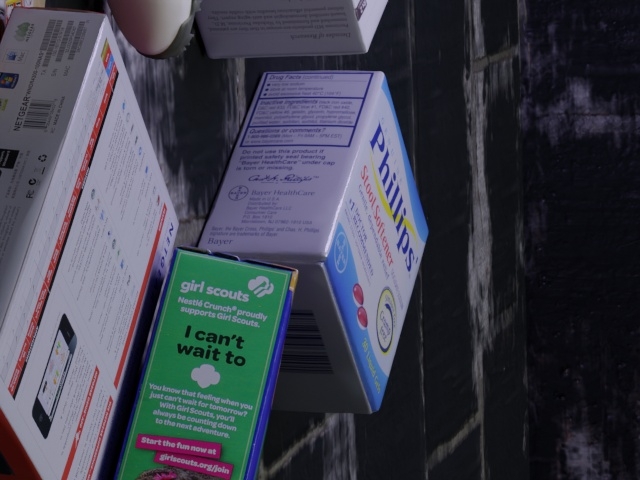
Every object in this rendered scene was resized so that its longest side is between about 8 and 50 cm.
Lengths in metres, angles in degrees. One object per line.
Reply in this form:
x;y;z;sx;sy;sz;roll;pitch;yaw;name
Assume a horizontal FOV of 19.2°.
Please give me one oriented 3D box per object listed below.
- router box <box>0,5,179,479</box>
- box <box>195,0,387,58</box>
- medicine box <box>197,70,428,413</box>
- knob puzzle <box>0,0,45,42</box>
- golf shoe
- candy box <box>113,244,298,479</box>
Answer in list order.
-0.217;0.037;1.513;0.301;0.082;0.335;77;22;-55;router box
-0.026;-0.289;1.956;0.181;0.182;0.119;-70;153;-44;box
0.000;0.000;2.096;0.263;0.149;0.289;71;28;-44;medicine box
-0.267;-0.143;1.491;0.213;0.030;0.213;3;90;-77;knob puzzle
-0.187;-0.282;1.656;0.120;0.105;0.272;-34;118;-49;golf shoe
-0.117;0.205;1.681;0.268;0.122;0.317;104;-3;-63;candy box
